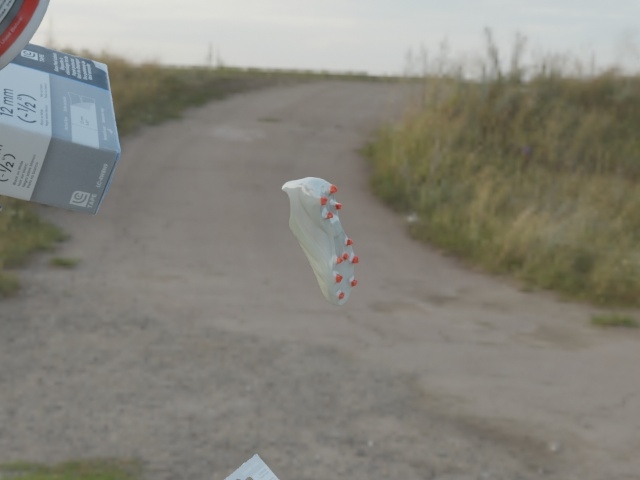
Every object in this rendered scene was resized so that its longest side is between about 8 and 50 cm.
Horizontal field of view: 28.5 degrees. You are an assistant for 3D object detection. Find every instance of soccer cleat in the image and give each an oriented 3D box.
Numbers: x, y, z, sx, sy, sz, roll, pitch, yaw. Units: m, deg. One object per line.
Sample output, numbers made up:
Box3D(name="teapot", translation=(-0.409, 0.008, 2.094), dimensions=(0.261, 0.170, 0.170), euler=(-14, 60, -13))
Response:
Box3D(name="soccer cleat", translation=(0.000, 0.000, 1.733), dimensions=(0.076, 0.196, 0.068), euler=(7, 34, 33))

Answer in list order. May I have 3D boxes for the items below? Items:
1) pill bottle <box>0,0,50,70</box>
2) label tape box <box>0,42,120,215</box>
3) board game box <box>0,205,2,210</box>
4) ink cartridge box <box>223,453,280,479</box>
Box3D(name="pill bottle", translation=(-0.452, -0.321, 1.245), dimensions=(0.210, 0.210, 0.363), euler=(7, -20, 32))
Box3D(name="label tape box", translation=(-0.450, -0.178, 1.655), dimensions=(0.347, 0.115, 0.249), euler=(15, 30, -23))
Box3D(name="board game box", translation=(-0.490, -0.051, 1.684), dimensions=(0.090, 0.090, 0.020), euler=(-40, -1, -22))
Box3D(name="ink cartridge box", translation=(-0.061, 0.414, 1.703), dimensions=(0.225, 0.056, 0.181), euler=(46, 20, 8))
